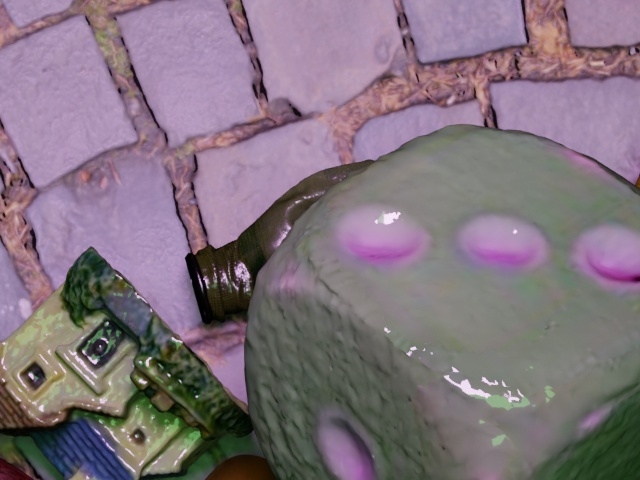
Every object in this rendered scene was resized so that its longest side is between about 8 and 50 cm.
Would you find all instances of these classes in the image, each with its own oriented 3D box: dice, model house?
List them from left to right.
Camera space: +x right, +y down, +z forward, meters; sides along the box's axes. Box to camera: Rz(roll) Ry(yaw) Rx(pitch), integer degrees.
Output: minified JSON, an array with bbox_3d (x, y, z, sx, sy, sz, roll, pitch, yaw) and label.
[{"bbox_3d":[-0.196,0.148,1.754,0.189,0.195,0.214,-43,83,-2],"label":"model house"},{"bbox_3d":[0.145,0.111,1.657,0.330,0.318,0.322,-26,52,-30],"label":"dice"}]

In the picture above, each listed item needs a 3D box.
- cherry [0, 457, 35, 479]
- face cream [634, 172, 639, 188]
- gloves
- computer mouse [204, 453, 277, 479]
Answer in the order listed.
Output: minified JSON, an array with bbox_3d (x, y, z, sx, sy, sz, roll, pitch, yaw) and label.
[{"bbox_3d":[-0.316,0.307,1.706,0.300,0.203,0.230,28,82,-15],"label":"cherry"},{"bbox_3d":[0.352,-0.033,1.862,0.105,0.105,0.349,23,79,0],"label":"face cream"},{"bbox_3d":[-0.001,0.004,1.831,0.268,0.107,0.135,-21,73,10],"label":"gloves"},{"bbox_3d":[-0.100,0.316,1.793,0.126,0.056,0.245,37,78,2],"label":"computer mouse"}]
